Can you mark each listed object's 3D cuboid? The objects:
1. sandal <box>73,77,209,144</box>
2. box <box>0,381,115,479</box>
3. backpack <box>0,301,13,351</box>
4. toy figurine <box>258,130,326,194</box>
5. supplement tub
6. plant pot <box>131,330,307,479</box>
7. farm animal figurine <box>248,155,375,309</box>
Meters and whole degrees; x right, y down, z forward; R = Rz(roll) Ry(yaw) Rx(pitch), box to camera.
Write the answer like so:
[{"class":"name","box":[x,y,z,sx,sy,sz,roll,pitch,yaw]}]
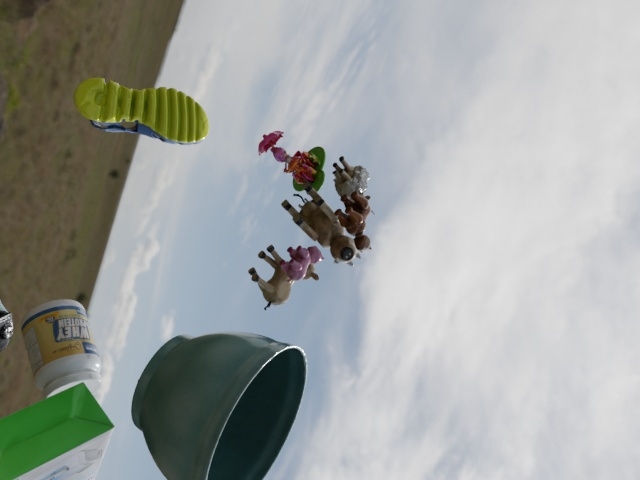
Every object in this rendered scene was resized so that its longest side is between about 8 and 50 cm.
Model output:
[{"class":"sandal","box":[-0.418,-0.296,1.848,0.138,0.317,0.126,162,-60,-67]},{"class":"box","box":[-0.559,0.425,1.513,0.127,0.261,0.231,47,-47,21]},{"class":"backpack","box":[-0.632,0.150,1.370,0.115,0.182,0.152,43,-56,27]},{"class":"toy figurine","box":[-0.082,-0.202,1.962,0.130,0.159,0.173,-50,-148,20]},{"class":"supplement tub","box":[-0.568,0.247,1.737,0.200,0.144,0.144,64,-36,25]},{"class":"plant pot","box":[-0.178,0.268,1.278,0.293,0.196,0.293,-49,151,-39]},{"class":"farm animal figurine","box":[0.000,0.000,1.858,0.330,0.172,0.327,-33,-148,17]}]
